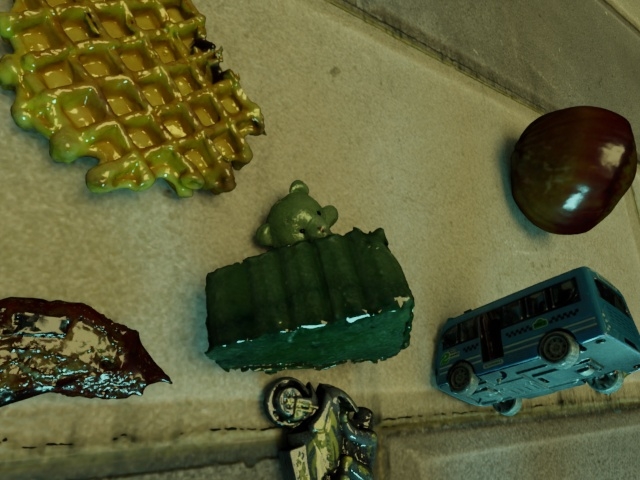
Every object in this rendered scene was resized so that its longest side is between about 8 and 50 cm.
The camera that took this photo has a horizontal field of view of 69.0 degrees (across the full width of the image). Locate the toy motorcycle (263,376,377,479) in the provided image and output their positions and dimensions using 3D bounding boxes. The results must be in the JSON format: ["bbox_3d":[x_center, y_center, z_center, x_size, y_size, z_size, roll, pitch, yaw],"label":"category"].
[{"bbox_3d":[0.016,0.233,0.512,0.124,0.061,0.193,-14,75,-32],"label":"toy motorcycle"}]

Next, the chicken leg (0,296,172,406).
[{"bbox_3d":[-0.241,0.096,0.370,0.234,0.063,0.105,-5,82,-38],"label":"chicken leg"}]

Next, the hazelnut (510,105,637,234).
[{"bbox_3d":[0.475,-0.136,0.896,0.217,0.217,0.251,13,91,-33],"label":"hazelnut"}]

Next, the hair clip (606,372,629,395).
[{"bbox_3d":[0.614,0.261,0.959,0.189,0.033,0.060,-10,79,-35],"label":"hair clip"}]

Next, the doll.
[{"bbox_3d":[0.000,0.000,0.579,0.150,0.078,0.115,43,64,-31],"label":"doll"}]

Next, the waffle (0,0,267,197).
[{"bbox_3d":[-0.188,-0.181,0.506,0.284,0.065,0.309,18,68,-28],"label":"waffle"}]

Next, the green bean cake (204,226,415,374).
[{"bbox_3d":[-0.011,0.081,0.507,0.209,0.193,0.107,-15,63,-3],"label":"green bean cake"}]

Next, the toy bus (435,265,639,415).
[{"bbox_3d":[0.276,0.140,0.622,0.114,0.246,0.134,28,48,-25],"label":"toy bus"}]
